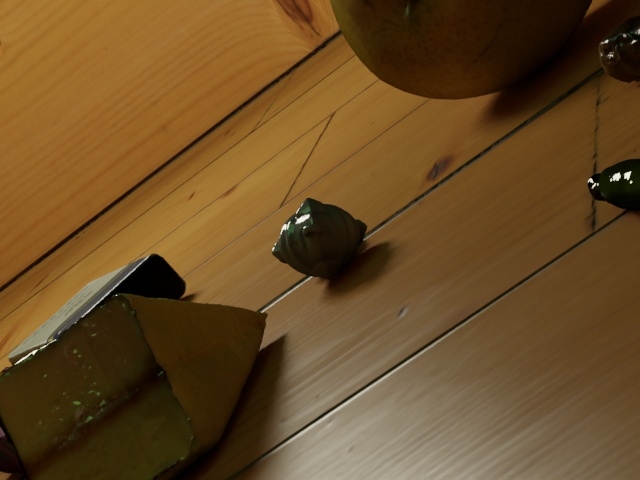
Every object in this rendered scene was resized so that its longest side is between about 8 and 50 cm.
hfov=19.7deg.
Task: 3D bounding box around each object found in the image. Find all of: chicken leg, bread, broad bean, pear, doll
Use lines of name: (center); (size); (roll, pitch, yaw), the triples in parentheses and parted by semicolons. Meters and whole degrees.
chicken leg: (0.307, -0.188, 1.478); (0.107, 0.087, 0.251); (-20, -7, -28)
bread: (-0.126, 0.155, 1.588); (0.168, 0.163, 0.264); (-38, -22, 22)
broad bean: (0.239, -0.047, 1.154); (0.060, 0.043, 0.297); (-32, 5, -25)
pear: (0.142, -0.297, 1.926); (0.314, 0.314, 0.314); (-37, 10, 7)
doll: (0.000, 0.000, 1.757); (0.094, 0.079, 0.180); (-15, -3, 1)

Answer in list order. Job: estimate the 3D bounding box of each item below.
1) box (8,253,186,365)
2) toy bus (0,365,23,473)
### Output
box: (-0.283, 0.105, 2.310); (0.168, 0.071, 0.259); (-43, 11, -24)
toy bus: (-0.295, 0.186, 1.925); (0.112, 0.090, 0.274); (-49, 13, -20)
